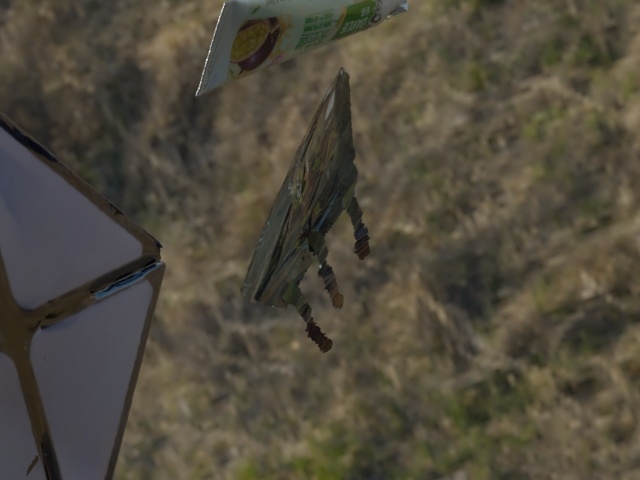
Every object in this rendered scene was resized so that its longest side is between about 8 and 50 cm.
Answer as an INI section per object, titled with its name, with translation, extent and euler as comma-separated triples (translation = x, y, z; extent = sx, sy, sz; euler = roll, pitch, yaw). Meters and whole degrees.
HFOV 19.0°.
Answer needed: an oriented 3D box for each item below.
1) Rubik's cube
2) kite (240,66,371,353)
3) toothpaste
[Rubik's cube]
translation = -0.338, 0.082, 1.390
extent = 0.307, 0.305, 0.310
euler = -10, 55, 32
[kite]
translation = -0.001, -0.001, 1.122
extent = 0.015, 0.245, 0.141
euler = 24, 76, 16
[toothpaste]
translation = -0.011, -0.183, 1.547
extent = 0.056, 0.058, 0.314
euler = -18, 7, 31
